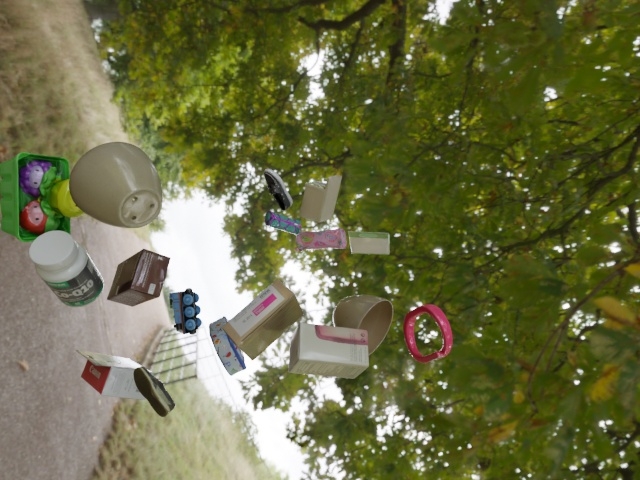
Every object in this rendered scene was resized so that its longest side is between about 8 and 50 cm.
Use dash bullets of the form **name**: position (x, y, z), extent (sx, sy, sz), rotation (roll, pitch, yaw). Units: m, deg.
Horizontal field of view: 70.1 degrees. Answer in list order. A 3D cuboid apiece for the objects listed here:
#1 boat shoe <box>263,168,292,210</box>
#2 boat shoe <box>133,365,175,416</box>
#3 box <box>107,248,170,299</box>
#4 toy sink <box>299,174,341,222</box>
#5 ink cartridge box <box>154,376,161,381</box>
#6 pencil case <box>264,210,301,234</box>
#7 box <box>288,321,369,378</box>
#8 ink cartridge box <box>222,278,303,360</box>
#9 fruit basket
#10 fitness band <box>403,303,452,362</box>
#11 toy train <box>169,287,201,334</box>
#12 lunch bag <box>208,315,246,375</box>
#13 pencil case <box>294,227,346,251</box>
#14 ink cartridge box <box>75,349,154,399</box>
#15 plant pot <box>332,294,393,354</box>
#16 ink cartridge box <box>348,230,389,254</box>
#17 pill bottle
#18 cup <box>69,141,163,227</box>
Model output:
- **boat shoe**: position (-0.221, -0.246, 2.264), extent (0.080, 0.076, 0.228), rotation (-1, -50, 39)
- **boat shoe**: position (-0.666, 0.599, 1.833), extent (0.080, 0.073, 0.223), rotation (-39, -97, 24)
- **box**: position (-0.844, 0.181, 2.105), extent (0.381, 0.143, 0.191), rotation (-19, -126, 47)
- **toy sink**: position (-0.003, -0.226, 2.292), extent (0.131, 0.153, 0.234), rotation (20, -72, 20)
- **ink cartridge box**: position (-0.973, 0.750, 2.410), extent (0.218, 0.159, 0.092), rotation (66, 25, -51)
- **pencil case**: position (-0.149, -0.071, 1.834), extent (0.070, 0.152, 0.064), rotation (-17, -117, 52)
- **box**: position (0.024, 0.362, 1.488), extent (0.148, 0.232, 0.126), rotation (119, -23, -54)
- **ink cartridge box**: position (-0.178, 0.258, 1.466), extent (0.088, 0.235, 0.193), rotation (43, -16, 26)
- **fruit basket**: position (-1.139, -0.179, 1.940), extent (0.392, 0.283, 0.392), rotation (1, -86, 20)
- **fitness band**: position (0.409, 0.360, 1.762), extent (0.291, 0.054, 0.209), rotation (125, -45, -62)
- **toy train**: position (-0.529, 0.279, 1.785), extent (0.080, 0.105, 0.184), rotation (0, 84, -78)
- **lunch bag**: position (-0.464, 0.531, 2.309), extent (0.243, 0.115, 0.303), rotation (66, -8, -20)
- **pencil case**: position (0.000, 0.000, 2.506), extent (0.124, 0.284, 0.124), rotation (-4, 90, -77)
- **ink cartridge box**: position (-0.966, 0.612, 2.087), extent (0.309, 0.272, 0.130), rotation (2, -108, 48)
- **plant pot**: position (0.167, 0.358, 2.059), extent (0.191, 0.284, 0.284), rotation (25, -57, 37)
- **ink cartridge box**: position (0.209, -0.007, 1.943), extent (0.235, 0.171, 0.056), rotation (73, 22, -63)
- **pill bottle**: position (-1.102, 0.127, 1.989), extent (0.361, 0.204, 0.204), rotation (97, -29, -56)
- **cup**: position (-0.741, -0.177, 1.743), extent (0.237, 0.331, 0.331), rotation (38, -47, 32)
